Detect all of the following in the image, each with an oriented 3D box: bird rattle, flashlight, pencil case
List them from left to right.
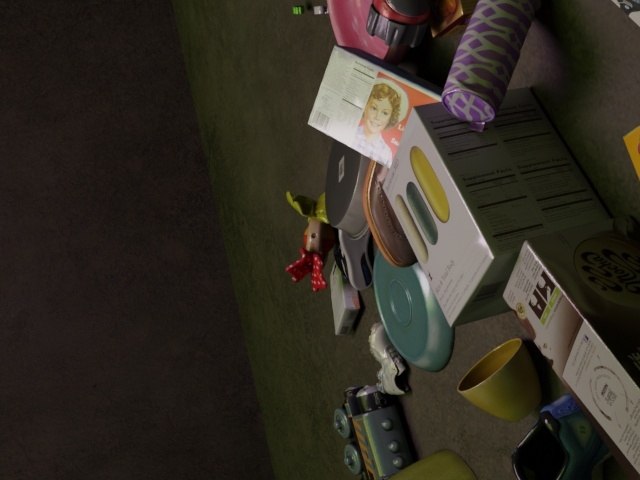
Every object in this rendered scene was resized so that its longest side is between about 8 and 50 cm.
[{"bbox_3d":[0.000,0.000,2.026,0.207,0.143,0.254,19,-112,-77],"label":"bird rattle"},{"bbox_3d":[0.149,-0.444,1.249,0.103,0.103,0.304,-70,-2,-46],"label":"flashlight"},{"bbox_3d":[0.235,-0.261,1.135,0.086,0.206,0.088,19,164,26],"label":"pencil case"}]

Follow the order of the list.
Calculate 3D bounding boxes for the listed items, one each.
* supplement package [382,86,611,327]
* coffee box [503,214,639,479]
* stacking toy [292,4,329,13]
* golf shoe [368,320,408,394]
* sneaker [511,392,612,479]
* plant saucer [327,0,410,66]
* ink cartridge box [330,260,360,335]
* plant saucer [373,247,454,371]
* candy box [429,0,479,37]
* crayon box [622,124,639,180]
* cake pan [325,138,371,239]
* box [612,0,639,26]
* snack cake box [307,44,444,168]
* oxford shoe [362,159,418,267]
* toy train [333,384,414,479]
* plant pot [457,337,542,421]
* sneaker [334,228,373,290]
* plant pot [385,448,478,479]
[{"bbox_3d":[0.246,-0.050,1.208,0.199,0.197,0.263,107,146,-55],"label":"supplement package"},{"bbox_3d":[0.376,0.123,0.996,0.119,0.168,0.297,98,153,-45],"label":"coffee box"},{"bbox_3d":[-0.020,-0.596,1.860,0.221,0.052,0.167,-145,48,-66],"label":"stacking toy"},{"bbox_3d":[0.164,0.267,1.874,0.086,0.069,0.176,5,113,52],"label":"golf shoe"},{"bbox_3d":[0.347,0.351,1.253,0.130,0.147,0.330,-127,30,-50],"label":"sneaker"},{"bbox_3d":[0.105,-0.471,1.524,0.332,0.084,0.332,168,90,-72],"label":"plant saucer"},{"bbox_3d":[0.061,0.133,2.120,0.145,0.045,0.179,105,165,-55],"label":"ink cartridge box"},{"bbox_3d":[0.183,0.126,1.739,0.317,0.043,0.318,168,90,-71],"label":"plant saucer"},{"bbox_3d":[0.202,-0.433,1.321,0.109,0.053,0.187,161,98,-71],"label":"candy box"},{"bbox_3d":[0.438,-0.091,0.819,0.278,0.081,0.166,131,124,-67],"label":"crayon box"},{"bbox_3d":[0.070,-0.148,1.720,0.293,0.054,0.293,-172,90,-76],"label":"cake pan"},{"bbox_3d":[0.371,-0.306,0.959,0.081,0.028,0.136,100,154,-47],"label":"box"},{"bbox_3d":[0.119,-0.216,1.419,0.264,0.089,0.152,33,113,29],"label":"snack cake box"},{"bbox_3d":[0.162,-0.114,1.528,0.132,0.129,0.364,26,126,59],"label":"oxford shoe"},{"bbox_3d":[0.142,0.501,1.954,0.190,0.142,0.334,-37,66,61],"label":"toy train"},{"bbox_3d":[0.307,0.240,1.357,0.095,0.134,0.134,50,158,1],"label":"plant pot"},{"bbox_3d":[0.064,0.002,1.939,0.121,0.079,0.217,-144,45,-64],"label":"sneaker"},{"bbox_3d":[0.167,0.604,1.693,0.274,0.293,0.275,168,90,-71],"label":"plant pot"}]
